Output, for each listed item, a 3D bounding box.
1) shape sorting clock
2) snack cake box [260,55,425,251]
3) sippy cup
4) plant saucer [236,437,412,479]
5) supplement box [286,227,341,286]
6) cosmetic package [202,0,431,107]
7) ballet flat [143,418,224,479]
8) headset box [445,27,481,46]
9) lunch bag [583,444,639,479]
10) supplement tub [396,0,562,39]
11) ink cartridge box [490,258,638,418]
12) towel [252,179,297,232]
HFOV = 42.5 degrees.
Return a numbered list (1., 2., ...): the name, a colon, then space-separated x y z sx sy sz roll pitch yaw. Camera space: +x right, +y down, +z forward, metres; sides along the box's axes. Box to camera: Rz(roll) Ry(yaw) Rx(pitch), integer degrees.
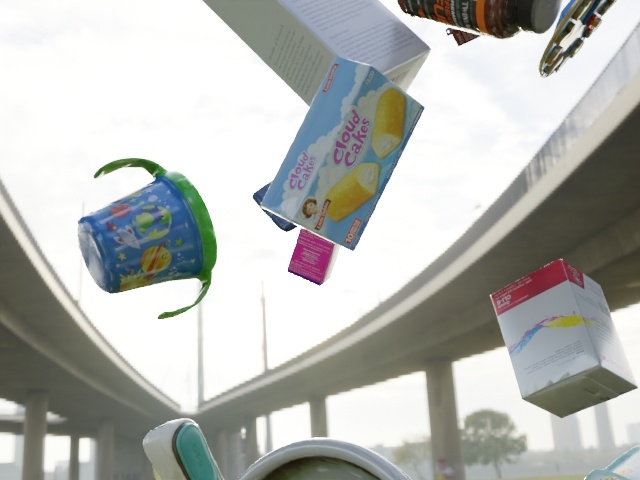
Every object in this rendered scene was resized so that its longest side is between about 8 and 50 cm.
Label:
1. shape sorting clock: 0.383 -0.321 1.185 0.040 0.206 0.206 36 -9 15
2. snack cake box: 0.038 -0.134 1.297 0.089 0.264 0.152 27 1 44
3. sippy cup: -0.363 -0.002 1.678 0.224 0.305 0.240 -23 -40 -30
4. plant saucer: 0.013 0.417 0.871 0.401 0.400 0.101 -17 -28 40
5. supplement box: 0.000 0.000 2.328 0.114 0.220 0.111 24 17 12
6. cosmetic package: -0.019 -0.459 1.727 0.230 0.453 0.161 -33 -17 -38
7. ballet flat: -0.256 0.548 1.719 0.139 0.400 0.139 -19 15 5
8. headset box: 0.223 -0.326 1.214 0.083 0.062 0.032 -24 -50 17
9. lunch bag: 0.570 0.483 1.409 0.262 0.160 0.223 -16 17 -32
10. supplement tub: 0.195 -0.310 1.016 0.198 0.106 0.106 26 4 37
11. ink cartridge box: 0.350 0.145 1.189 0.127 0.176 0.128 -33 -42 29
12. towel: -0.082 -0.068 1.669 0.067 0.119 0.029 -33 -30 -18
